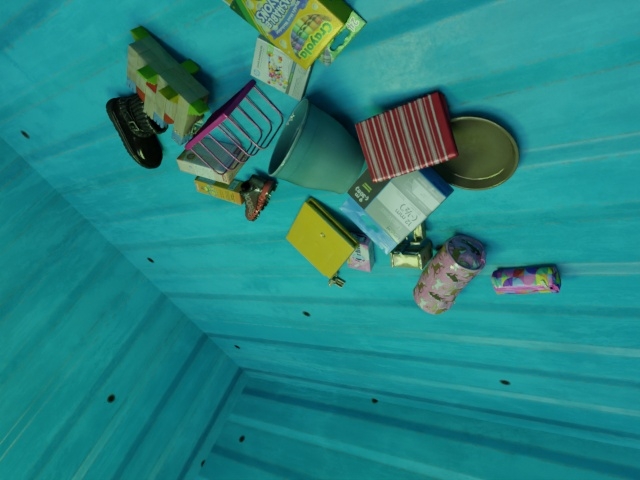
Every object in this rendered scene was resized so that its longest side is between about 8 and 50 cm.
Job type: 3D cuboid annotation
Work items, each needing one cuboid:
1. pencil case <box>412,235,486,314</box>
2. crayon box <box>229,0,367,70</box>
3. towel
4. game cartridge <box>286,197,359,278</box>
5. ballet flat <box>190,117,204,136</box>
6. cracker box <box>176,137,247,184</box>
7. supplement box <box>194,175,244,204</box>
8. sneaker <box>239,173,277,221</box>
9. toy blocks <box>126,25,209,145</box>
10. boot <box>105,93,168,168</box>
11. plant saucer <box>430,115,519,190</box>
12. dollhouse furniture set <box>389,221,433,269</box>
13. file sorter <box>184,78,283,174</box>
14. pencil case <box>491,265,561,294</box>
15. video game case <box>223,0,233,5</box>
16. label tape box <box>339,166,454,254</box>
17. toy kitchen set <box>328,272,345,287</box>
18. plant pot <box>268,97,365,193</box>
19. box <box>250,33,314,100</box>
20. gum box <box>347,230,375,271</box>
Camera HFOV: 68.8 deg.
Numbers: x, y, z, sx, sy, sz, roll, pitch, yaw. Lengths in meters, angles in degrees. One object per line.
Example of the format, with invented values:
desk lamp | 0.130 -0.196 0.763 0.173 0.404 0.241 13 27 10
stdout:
pencil case | 0.495 0.140 1.816 0.167 0.160 0.386 -12 148 -18
crayon box | -0.062 -0.616 1.276 0.322 0.083 0.203 34 145 -19
towel | 0.256 -0.302 1.394 0.274 0.031 0.199 -15 96 26
game cartridge | 0.000 0.000 2.013 0.285 0.052 0.324 44 148 6
ballet flat | -0.487 -0.467 1.816 0.070 0.070 0.188 36 146 -11
cracker box | -0.430 -0.323 1.864 0.232 0.156 0.067 17 144 17
supplement box | -0.434 -0.232 2.052 0.233 0.080 0.078 19 142 17
sneaker | -0.285 -0.185 1.991 0.135 0.098 0.276 31 143 -5
toy blocks | -0.557 -0.522 1.677 0.381 0.191 0.261 44 146 1
boot | -0.702 -0.444 1.921 0.259 0.131 0.348 4 138 31
plant saucer | 0.460 -0.268 1.423 0.277 0.041 0.278 19 145 14
dollhouse furniture set | 0.344 -0.002 1.794 0.129 0.129 0.184 2 113 33
file sorter | -0.301 -0.383 1.660 0.182 0.202 0.290 44 142 -23
pencil case | 0.748 0.148 1.701 0.236 0.105 0.104 -9 131 42
video game case | -0.205 -0.732 1.307 0.193 0.023 0.212 35 146 -9
label tape box | 0.226 -0.126 1.552 0.249 0.115 0.348 46 123 7
toy kitchen set | 0.086 0.192 2.244 0.075 0.083 0.068 31 104 -4
plant pot | -0.001 -0.283 1.546 0.255 0.272 0.271 25 148 -20
box | -0.122 -0.545 1.474 0.186 0.038 0.145 29 145 1
gum box | 0.168 0.046 2.000 0.107 0.062 0.189 12 142 21
